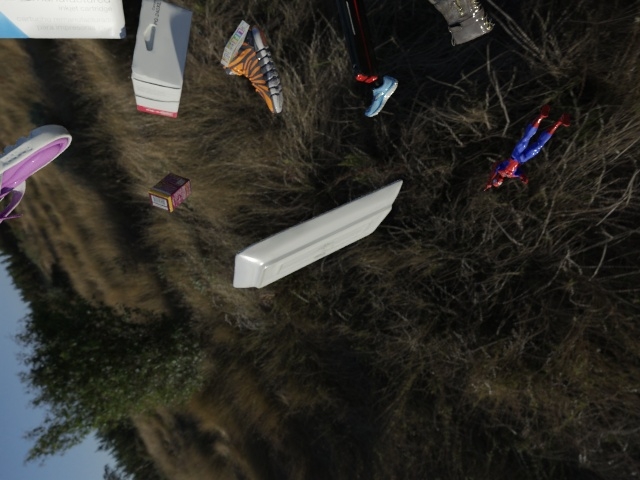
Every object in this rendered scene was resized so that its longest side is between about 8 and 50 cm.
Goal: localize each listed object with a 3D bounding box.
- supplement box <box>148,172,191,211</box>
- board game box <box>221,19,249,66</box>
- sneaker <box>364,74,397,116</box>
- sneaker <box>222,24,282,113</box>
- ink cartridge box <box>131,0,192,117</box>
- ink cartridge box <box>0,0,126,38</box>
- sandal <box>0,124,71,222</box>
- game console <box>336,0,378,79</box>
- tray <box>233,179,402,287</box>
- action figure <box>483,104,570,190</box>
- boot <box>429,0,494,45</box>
[{"bbox_3d":[-0.342,-0.111,0.918,0.055,0.083,0.043,19,134,11],"label":"supplement box"},{"bbox_3d":[-0.278,-0.632,1.299,0.026,0.103,0.154,32,177,-19],"label":"board game box"},{"bbox_3d":[0.208,-0.530,1.470,0.162,0.073,0.063,-54,19,25],"label":"sneaker"},{"bbox_3d":[-0.266,-0.642,1.565,0.180,0.124,0.321,-13,107,13],"label":"sneaker"},{"bbox_3d":[-0.226,-0.252,0.574,0.150,0.063,0.109,-173,91,-67],"label":"ink cartridge box"},{"bbox_3d":[-0.325,-0.363,0.367,0.129,0.223,0.307,65,153,25],"label":"ink cartridge box"},{"bbox_3d":[-0.720,-0.096,0.903,0.102,0.416,0.169,48,-177,-12],"label":"sandal"},{"bbox_3d":[0.122,-0.782,1.472,0.060,0.342,0.387,-10,106,23],"label":"game console"},{"bbox_3d":[0.000,0.000,0.600,0.030,0.270,0.145,59,157,13],"label":"tray"},{"bbox_3d":[0.555,-0.220,1.117,0.091,0.139,0.280,26,150,4],"label":"action figure"},{"bbox_3d":[0.496,-0.768,1.292,0.229,0.091,0.263,33,154,-33],"label":"boot"}]
